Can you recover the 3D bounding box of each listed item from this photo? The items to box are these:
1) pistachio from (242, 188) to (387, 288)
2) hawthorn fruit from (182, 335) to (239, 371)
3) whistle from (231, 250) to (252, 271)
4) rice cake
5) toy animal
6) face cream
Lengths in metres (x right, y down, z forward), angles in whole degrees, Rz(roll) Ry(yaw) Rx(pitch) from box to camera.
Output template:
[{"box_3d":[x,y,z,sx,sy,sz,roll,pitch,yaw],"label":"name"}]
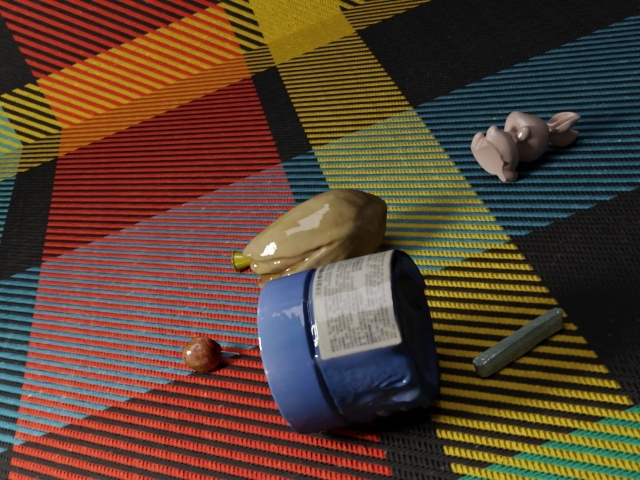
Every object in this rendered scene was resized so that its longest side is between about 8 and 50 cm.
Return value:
[{"box_3d":[0.000,0.000,2.088,0.293,0.162,0.181,-31,10,-6],"label":"pistachio"},{"box_3d":[-0.196,0.202,1.978,0.103,0.067,0.067,-13,29,16],"label":"hawthorn fruit"},{"box_3d":[-0.123,0.037,2.264,0.109,0.057,0.046,-9,74,9],"label":"whistle"},{"box_3d":[0.310,0.157,1.697,0.170,0.033,0.029,-31,24,-14],"label":"rice cake"},{"box_3d":[0.413,-0.208,2.201,0.212,0.124,0.124,-26,26,-20],"label":"toy animal"},{"box_3d":[0.050,0.153,1.669,0.225,0.249,0.249,-15,28,17],"label":"face cream"}]
